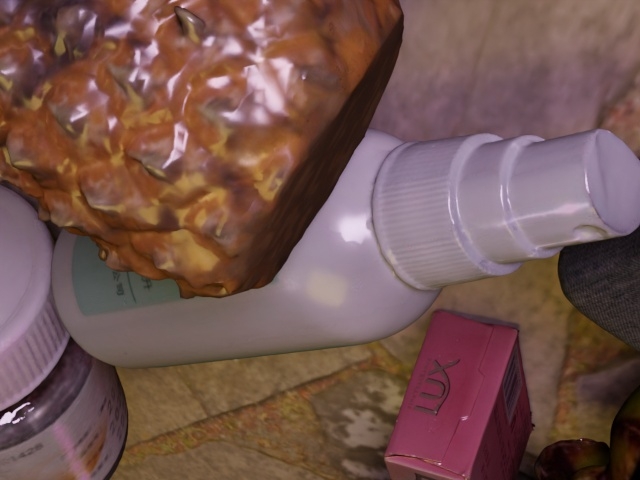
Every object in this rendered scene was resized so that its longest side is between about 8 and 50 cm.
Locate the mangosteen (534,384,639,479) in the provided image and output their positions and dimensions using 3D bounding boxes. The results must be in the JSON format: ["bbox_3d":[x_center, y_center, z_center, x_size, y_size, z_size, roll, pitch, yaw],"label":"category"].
[{"bbox_3d":[0.246,0.191,0.667,0.233,0.287,0.287,-16,150,-8],"label":"mangosteen"}]

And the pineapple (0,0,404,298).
[{"bbox_3d":[-0.138,-0.116,0.498,0.340,0.169,0.169,30,151,2],"label":"pineapple"}]

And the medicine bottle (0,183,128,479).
[{"bbox_3d":[-0.236,0.089,0.875,0.165,0.165,0.273,15,151,11],"label":"medicine bottle"}]

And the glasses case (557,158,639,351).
[{"bbox_3d":[0.227,-0.023,0.471,0.131,0.074,0.323,27,151,-12],"label":"glasses case"}]

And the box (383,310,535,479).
[{"bbox_3d":[0.091,0.129,0.783,0.060,0.111,0.156,10,147,21],"label":"box"}]

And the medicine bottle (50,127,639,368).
[{"bbox_3d":[0.000,0.000,0.624,0.352,0.110,0.110,-12,137,45],"label":"medicine bottle"}]
